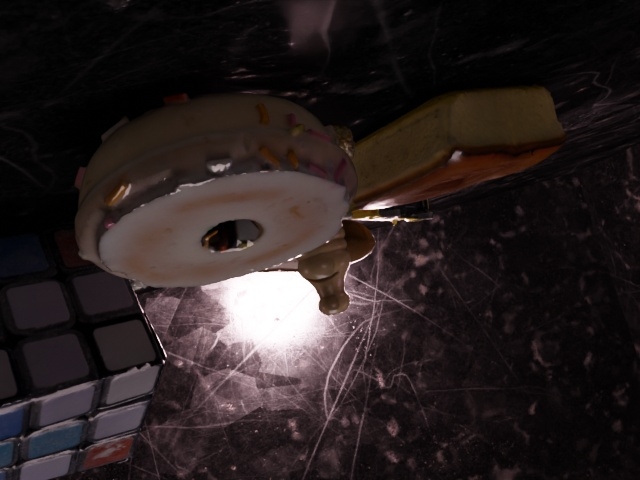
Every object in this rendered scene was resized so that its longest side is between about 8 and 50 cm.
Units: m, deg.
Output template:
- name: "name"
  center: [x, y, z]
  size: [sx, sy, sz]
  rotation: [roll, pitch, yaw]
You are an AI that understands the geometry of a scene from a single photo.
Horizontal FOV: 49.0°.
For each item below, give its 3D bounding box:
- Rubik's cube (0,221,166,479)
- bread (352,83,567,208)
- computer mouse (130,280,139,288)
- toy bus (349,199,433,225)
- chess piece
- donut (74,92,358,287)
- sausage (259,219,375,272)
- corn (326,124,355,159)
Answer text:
- name: "Rubik's cube"
  center: [-0.527, 0.216, 1.271]
  size: [0.362, 0.363, 0.359]
  rotation: [-13, 144, -32]
- name: "bread"
  center: [0.242, -0.171, 1.332]
  size: [0.323, 0.143, 0.333]
  rotation: [-12, 174, -34]
- name: "computer mouse"
  center: [-0.364, 0.016, 1.652]
  size: [0.288, 0.097, 0.159]
  rotation: [-33, 176, -1]
- name: "toy bus"
  center: [0.155, -0.111, 1.691]
  size: [0.152, 0.144, 0.330]
  rotation: [-9, 176, 28]
- name: "chess piece"
  center: [0.000, 0.000, 1.445]
  size: [0.124, 0.307, 0.138]
  rotation: [-18, 174, 20]
- name: "donut"
  center: [-0.134, -0.062, 0.931]
  size: [0.382, 0.143, 0.383]
  rotation: [-14, 160, -5]
- name: "sausage"
  center: [-0.101, 0.009, 1.576]
  size: [0.500, 0.136, 0.123]
  rotation: [2, 135, -20]
- name: "corn"
  center: [-0.095, -0.114, 1.166]
  size: [0.319, 0.097, 0.097]
  rotation: [-18, 175, 7]
